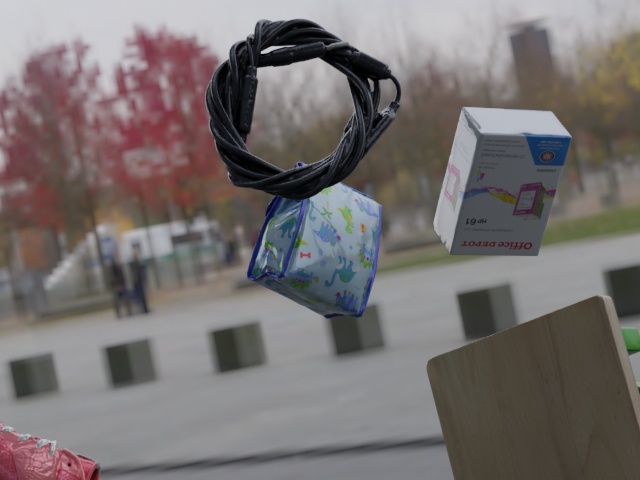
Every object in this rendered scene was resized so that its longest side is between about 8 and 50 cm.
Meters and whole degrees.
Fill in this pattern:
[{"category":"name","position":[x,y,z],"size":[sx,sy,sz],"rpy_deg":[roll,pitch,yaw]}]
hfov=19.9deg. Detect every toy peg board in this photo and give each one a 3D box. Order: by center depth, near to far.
[{"category":"toy peg board","position":[0.181,0.142,1.349],"size":[0.161,0.161,0.079],"rpy_deg":[-24,-19,34]}]

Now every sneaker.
[{"category":"sneaker","position":[-0.296,0.243,1.866],"size":[0.136,0.314,0.116],"rpy_deg":[-36,-14,-2]}]

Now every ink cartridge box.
[{"category":"ink cartridge box","position":[0.156,-0.049,1.582],"size":[0.089,0.122,0.052],"rpy_deg":[1,32,-20]}]

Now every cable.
[{"category":"cable","position":[-0.023,-0.115,1.561],"size":[0.184,0.150,0.047],"rpy_deg":[-49,-1,-29]}]

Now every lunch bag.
[{"category":"lunch bag","position":[0.000,0.000,2.139],"size":[0.129,0.151,0.096],"rpy_deg":[27,-17,-32]}]
